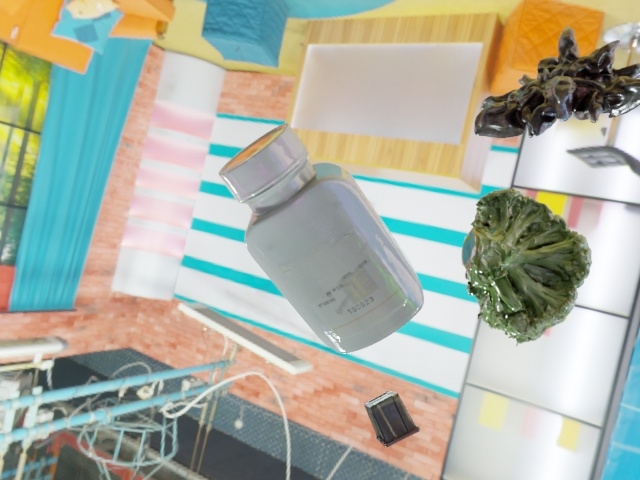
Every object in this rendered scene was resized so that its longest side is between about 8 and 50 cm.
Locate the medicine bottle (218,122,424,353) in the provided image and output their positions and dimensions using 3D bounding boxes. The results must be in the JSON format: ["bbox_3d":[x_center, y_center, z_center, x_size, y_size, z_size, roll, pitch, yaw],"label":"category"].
[{"bbox_3d":[0.000,0.000,0.660,0.296,0.161,0.111,52,-168,-21],"label":"medicine bottle"}]

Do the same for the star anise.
[{"bbox_3d":[0.380,-0.240,0.819,0.129,0.212,0.283,52,158,-24],"label":"star anise"}]

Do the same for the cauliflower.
[{"bbox_3d":[0.362,0.050,0.990,0.251,0.272,0.275,11,-157,-33],"label":"cauliflower"}]

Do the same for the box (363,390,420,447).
[{"bbox_3d":[0.105,0.268,0.773,0.060,0.063,0.084,-23,170,-8],"label":"box"}]
